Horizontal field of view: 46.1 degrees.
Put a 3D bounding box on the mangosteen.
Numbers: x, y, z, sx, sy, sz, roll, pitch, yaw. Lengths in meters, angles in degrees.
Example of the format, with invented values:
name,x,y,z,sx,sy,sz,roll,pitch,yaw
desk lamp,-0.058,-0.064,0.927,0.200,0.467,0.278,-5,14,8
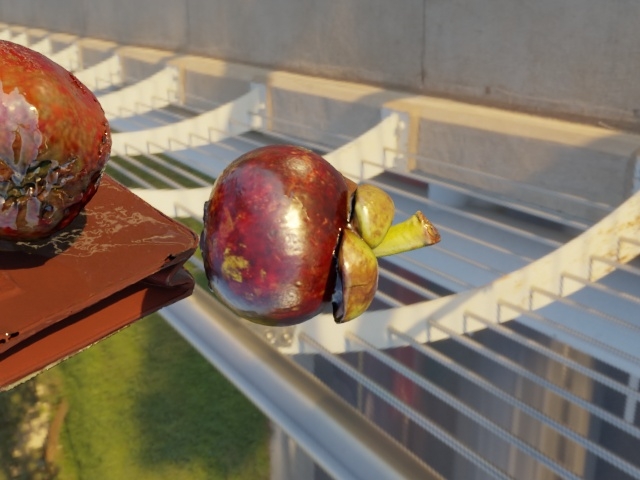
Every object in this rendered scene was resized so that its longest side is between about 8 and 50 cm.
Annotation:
name,x,y,z,sx,sy,sz,roll,pitch,yaw
mangosteen,-0.008,0.004,0.613,0.145,0.182,0.155,128,149,-54

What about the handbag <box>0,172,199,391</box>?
name,x,y,z,sx,sy,sz,roll,pitch,yaw
handbag,-0.298,0.016,0.793,0.260,0.276,0.084,33,127,26

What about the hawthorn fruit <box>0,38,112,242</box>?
name,x,y,z,sx,sy,sz,roll,pitch,yaw
hawthorn fruit,-0.291,-0.110,0.695,0.235,0.181,0.181,56,142,36
